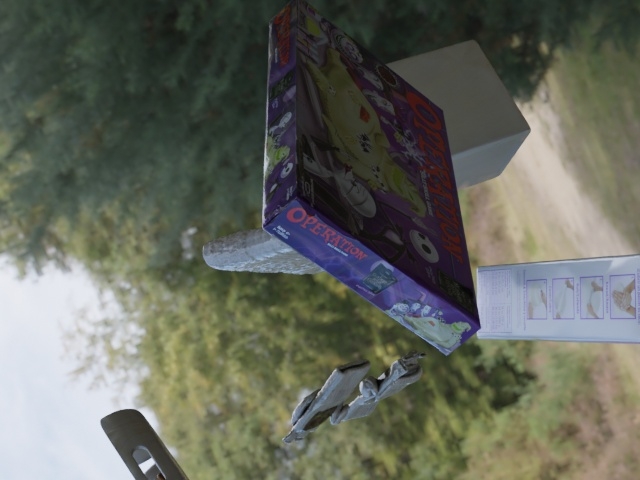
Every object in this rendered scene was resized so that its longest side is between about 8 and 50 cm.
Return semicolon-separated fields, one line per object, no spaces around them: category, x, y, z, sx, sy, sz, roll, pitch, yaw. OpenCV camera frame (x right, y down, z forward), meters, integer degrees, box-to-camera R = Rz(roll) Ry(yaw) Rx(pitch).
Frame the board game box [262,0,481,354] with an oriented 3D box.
board game box;0.042;-0.073;1.101;0.208;0.056;0.347;39;-152;-27

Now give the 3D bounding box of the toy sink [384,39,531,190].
toy sink;0.122;-0.138;1.574;0.153;0.234;0.131;61;154;19

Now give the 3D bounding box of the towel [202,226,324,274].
towel;0.000;0.000;1.551;0.282;0.187;0.049;6;-110;-62

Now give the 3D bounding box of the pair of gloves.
pair of gloves;0.063;0.260;2.019;0.240;0.204;0.042;-5;-124;-48

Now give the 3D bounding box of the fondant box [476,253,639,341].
fondant box;0.365;0.073;1.400;0.330;0.238;0.096;169;103;-65

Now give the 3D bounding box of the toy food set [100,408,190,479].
toy food set;-0.209;0.400;1.758;0.220;0.092;0.306;46;166;38
